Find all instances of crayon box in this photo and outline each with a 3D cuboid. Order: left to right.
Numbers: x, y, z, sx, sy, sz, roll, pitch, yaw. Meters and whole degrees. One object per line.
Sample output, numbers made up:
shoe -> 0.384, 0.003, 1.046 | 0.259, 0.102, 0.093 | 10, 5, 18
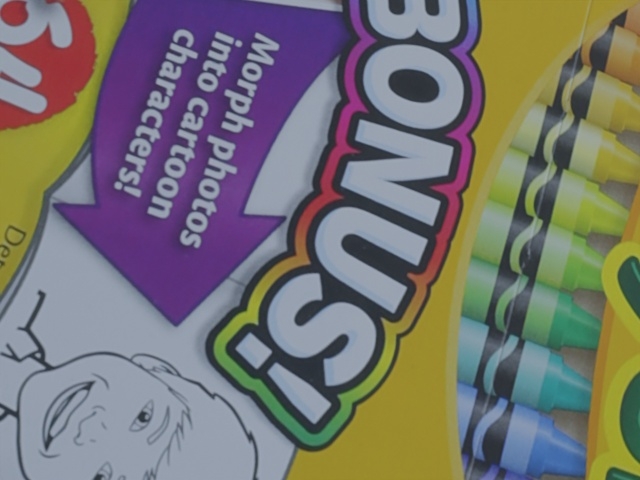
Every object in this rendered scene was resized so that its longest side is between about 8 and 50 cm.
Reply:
crayon box -> 0.000, 0.000, 0.397 | 0.313, 0.106, 0.363 | 20, 70, -6
